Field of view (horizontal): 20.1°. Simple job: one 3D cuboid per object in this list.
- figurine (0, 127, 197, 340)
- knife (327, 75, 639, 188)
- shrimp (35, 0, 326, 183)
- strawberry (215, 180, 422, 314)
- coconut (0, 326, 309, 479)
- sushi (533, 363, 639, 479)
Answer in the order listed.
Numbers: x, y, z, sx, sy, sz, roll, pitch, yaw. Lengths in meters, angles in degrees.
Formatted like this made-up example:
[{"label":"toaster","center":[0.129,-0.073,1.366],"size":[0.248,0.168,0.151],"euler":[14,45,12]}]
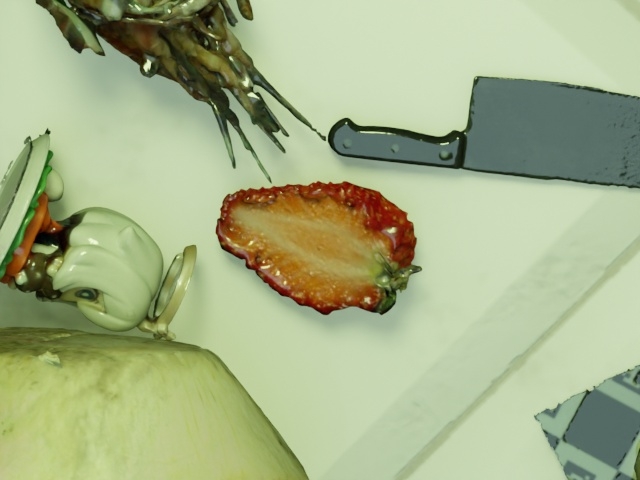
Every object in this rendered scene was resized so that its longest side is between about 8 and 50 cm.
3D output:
[{"label":"figurine","center":[-0.159,0.008,1.276],"size":[0.153,0.132,0.132],"euler":[25,113,-16]},{"label":"knife","center":[0.128,-0.078,1.253],"size":[0.245,0.019,0.072],"euler":[5,108,2]},{"label":"shrimp","center":[-0.110,-0.184,1.186],"size":[0.145,0.116,0.343],"euler":[-29,106,31]},{"label":"strawberry","center":[0.001,-0.002,1.282],"size":[0.152,0.048,0.104],"euler":[23,120,12]},{"label":"coconut","center":[-0.172,0.229,1.244],"size":[0.352,0.352,0.352],"euler":[2,112,6]},{"label":"sushi","center":[0.300,0.176,1.283],"size":[0.231,0.047,0.219],"euler":[-28,91,16]}]
